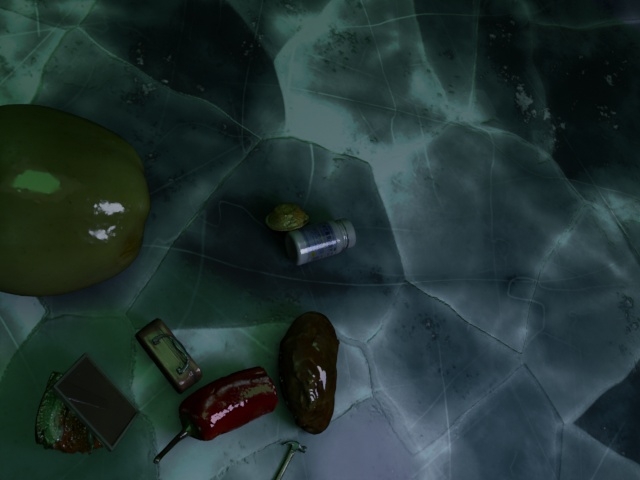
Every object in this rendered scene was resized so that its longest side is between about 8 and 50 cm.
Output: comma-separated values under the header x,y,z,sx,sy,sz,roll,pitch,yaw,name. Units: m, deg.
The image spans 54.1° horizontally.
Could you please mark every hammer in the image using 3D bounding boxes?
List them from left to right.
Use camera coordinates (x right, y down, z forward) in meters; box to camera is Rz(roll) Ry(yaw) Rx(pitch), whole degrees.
x,y,z,sx,sy,sz,roll,pitch,yaw,name
-0.105,0.602,1.619,0.062,0.017,0.182,33,67,-5,hammer

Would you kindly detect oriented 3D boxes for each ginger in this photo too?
x,y,z,sx,sy,sz,roll,pitch,yaw,name
-0.035,0.343,1.647,0.165,0.172,0.321,-5,73,22,ginger

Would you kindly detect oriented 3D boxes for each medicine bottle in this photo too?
x,y,z,sx,sy,sz,roll,pitch,yaw,name
0.000,0.000,1.797,0.186,0.103,0.103,-16,79,-22,medicine bottle

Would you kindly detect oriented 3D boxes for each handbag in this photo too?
x,y,z,sx,sy,sz,roll,pitch,yaw,name
-0.378,0.284,1.557,0.072,0.151,0.193,-36,85,-23,handbag

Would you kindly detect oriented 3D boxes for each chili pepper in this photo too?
x,y,z,sx,sy,sz,roll,pitch,yaw,name
-0.277,0.428,1.550,0.338,0.134,0.131,-21,66,-27,chili pepper

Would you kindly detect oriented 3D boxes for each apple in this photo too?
x,y,z,sx,sy,sz,roll,pitch,yaw,name
-0.622,-0.087,1.435,0.473,0.473,0.474,5,72,-16,apple

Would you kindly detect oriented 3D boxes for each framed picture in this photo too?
x,y,z,sx,sy,sz,roll,pitch,yaw,name
-0.526,0.378,1.477,0.015,0.150,0.203,-33,102,19,framed picture

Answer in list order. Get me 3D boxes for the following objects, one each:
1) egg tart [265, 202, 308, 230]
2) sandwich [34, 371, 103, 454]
x,y,z,sx,sy,sz,roll,pitch,yaw,name
-0.095,-0.070,1.783,0.129,0.129,0.049,-18,123,-22,egg tart
-0.580,0.404,1.477,0.160,0.109,0.185,10,65,-18,sandwich
